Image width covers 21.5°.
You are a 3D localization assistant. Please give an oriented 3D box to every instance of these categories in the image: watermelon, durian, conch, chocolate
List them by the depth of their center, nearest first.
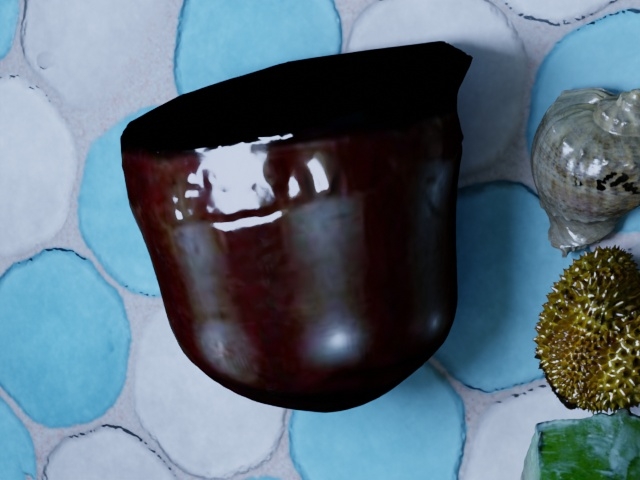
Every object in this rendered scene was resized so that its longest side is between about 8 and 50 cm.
[{"bbox_3d":[0.306,0.338,1.680,0.264,0.151,0.302,13,116,-14],"label":"watermelon"},{"bbox_3d":[0.294,0.099,1.713,0.158,0.137,0.168,40,104,40],"label":"durian"},{"bbox_3d":[0.281,-0.079,1.731,0.155,0.130,0.207,-114,32,-42],"label":"conch"},{"bbox_3d":[0.000,0.000,1.755,0.383,0.383,0.331,-8,108,27],"label":"chocolate"}]
